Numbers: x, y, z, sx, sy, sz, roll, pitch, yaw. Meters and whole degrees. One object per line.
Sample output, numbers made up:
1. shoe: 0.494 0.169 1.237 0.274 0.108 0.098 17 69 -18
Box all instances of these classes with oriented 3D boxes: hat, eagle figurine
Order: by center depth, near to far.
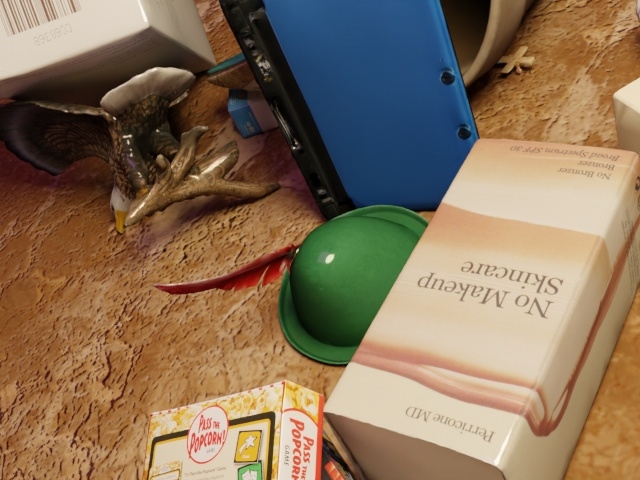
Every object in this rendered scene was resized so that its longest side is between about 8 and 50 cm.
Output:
1. hat: 0.000 0.000 0.784 0.173 0.183 0.208 -4 53 27
2. eagle figurine: -0.233 -0.119 1.029 0.225 0.226 0.298 -51 49 3

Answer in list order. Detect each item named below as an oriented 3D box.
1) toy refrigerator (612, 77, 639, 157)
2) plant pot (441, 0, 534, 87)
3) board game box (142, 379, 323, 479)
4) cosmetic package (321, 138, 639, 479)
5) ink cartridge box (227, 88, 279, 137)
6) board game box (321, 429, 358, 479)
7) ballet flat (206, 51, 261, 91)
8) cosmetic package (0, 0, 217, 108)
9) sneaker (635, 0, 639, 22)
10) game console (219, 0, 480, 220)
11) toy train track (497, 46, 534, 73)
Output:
1. toy refrigerator: 0.369 -0.048 0.724 0.094 0.102 0.269 -31 42 -5
2. plant pot: 0.144 -0.352 1.015 0.323 0.323 0.280 20 42 39
3. board game box: -0.070 0.207 0.610 0.147 0.045 0.193 -19 55 36
4. cosmetic package: 0.145 0.066 0.699 0.153 0.129 0.296 9 53 33
5. ink cartridge box: -0.051 -0.190 1.105 0.122 0.052 0.088 -16 44 13
6. board game box: -0.043 0.231 0.665 0.170 0.048 0.141 -43 42 0
7. ballet flat: -0.049 -0.211 1.026 0.206 0.067 0.073 -21 19 39
8. cosmetic package: -0.278 -0.268 1.072 0.217 0.156 0.385 -19 5 3
9. sneaker: 0.471 -0.276 0.889 0.305 0.114 0.152 -23 43 3
10. game console: 0.025 -0.173 0.872 0.173 0.293 0.250 -23 43 3
11. toy train track: 0.214 -0.207 1.023 0.083 0.014 0.048 15 56 45
